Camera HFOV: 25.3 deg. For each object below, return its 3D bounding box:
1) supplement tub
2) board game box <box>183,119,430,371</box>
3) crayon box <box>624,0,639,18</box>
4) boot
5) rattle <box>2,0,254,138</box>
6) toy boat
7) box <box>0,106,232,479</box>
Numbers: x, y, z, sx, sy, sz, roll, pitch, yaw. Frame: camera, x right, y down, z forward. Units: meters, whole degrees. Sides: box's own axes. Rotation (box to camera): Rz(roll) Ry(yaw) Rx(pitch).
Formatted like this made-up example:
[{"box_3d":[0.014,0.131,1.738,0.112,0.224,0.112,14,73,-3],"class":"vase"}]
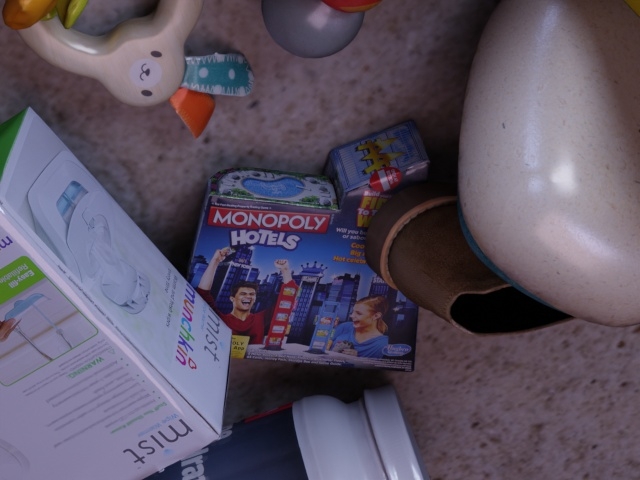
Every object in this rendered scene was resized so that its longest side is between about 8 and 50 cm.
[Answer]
[{"box_3d":[-0.043,0.236,1.132,0.272,0.191,0.191,-20,129,2],"class":"supplement tub"},{"box_3d":[0.000,0.000,1.045,0.194,0.060,0.194,6,124,-17],"class":"board game box"},{"box_3d":[0.281,-0.264,0.736,0.106,0.313,0.363,7,126,-26],"class":"crayon box"},{"box_3d":[0.186,0.015,1.033,0.305,0.115,0.112,-8,125,-32],"class":"boot"},{"box_3d":[-0.108,-0.117,0.885,0.130,0.143,0.199,-35,122,-8],"class":"rattle"},{"box_3d":[0.118,-0.102,0.919,0.318,0.267,0.148,32,150,-14],"class":"toy boat"},{"box_3d":[-0.231,0.082,0.974,0.262,0.126,0.231,-30,119,20],"class":"box"}]
